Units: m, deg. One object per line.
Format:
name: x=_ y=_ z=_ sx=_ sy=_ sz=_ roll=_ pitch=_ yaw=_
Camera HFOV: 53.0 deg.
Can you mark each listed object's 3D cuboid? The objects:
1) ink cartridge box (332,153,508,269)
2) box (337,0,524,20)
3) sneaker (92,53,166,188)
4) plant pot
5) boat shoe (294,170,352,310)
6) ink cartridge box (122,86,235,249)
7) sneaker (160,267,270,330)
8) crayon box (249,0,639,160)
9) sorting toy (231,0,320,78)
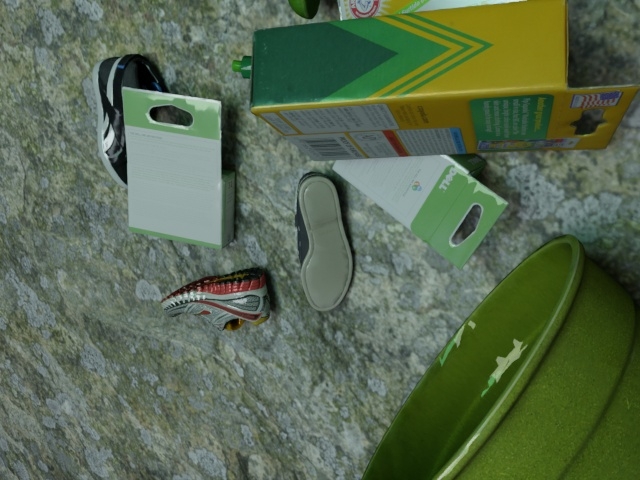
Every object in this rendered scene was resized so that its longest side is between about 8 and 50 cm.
ink cartridge box: x=0.126 y=-0.075 z=0.780 sx=0.209 sy=0.062 sz=0.109 roll=40 pitch=125 yaw=17
box: x=0.133 y=-0.247 z=0.678 sx=0.203 sy=0.114 sz=0.103 roll=-3 pitch=103 yaw=38
sneaker: x=-0.299 y=-0.190 z=1.036 sx=0.121 sy=0.079 sz=0.217 roll=1 pitch=106 yaw=36
plant pot: x=0.276 y=0.245 z=0.635 sx=0.353 sy=0.366 sz=0.366 roll=37 pitch=125 yaw=6
boat shoe: x=0.000 y=0.000 z=0.916 sx=0.065 sy=0.075 sz=0.206 roll=-122 pitch=24 yaw=-65
ink cartridge box: x=-0.218 y=-0.113 z=0.996 sx=0.171 sy=0.056 sz=0.235 roll=11 pitch=113 yaw=16
sneaker: x=-0.176 y=0.110 z=1.053 sx=0.225 sy=0.088 sz=0.093 roll=-10 pitch=102 yaw=38
crayon box: x=0.118 y=-0.144 z=0.628 sx=0.322 sy=0.203 sz=0.083 roll=0 pitch=84 yaw=16
sorting toy: x=-0.061 y=-0.355 z=0.749 sx=0.126 sy=0.127 sz=0.366 roll=7 pitch=112 yaw=8
